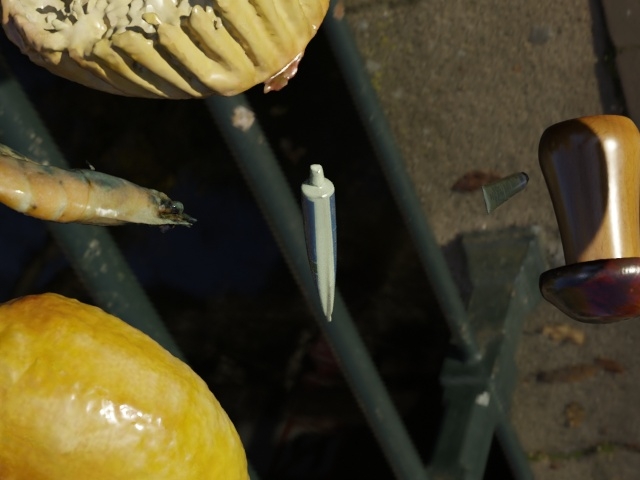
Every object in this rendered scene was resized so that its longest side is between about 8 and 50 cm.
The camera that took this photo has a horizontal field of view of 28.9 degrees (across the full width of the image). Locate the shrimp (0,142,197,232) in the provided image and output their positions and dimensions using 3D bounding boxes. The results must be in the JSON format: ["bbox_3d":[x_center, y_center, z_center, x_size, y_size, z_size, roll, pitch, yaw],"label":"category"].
[{"bbox_3d":[-0.243,-0.076,1.168,0.262,0.198,0.051,10,120,-46],"label":"shrimp"}]

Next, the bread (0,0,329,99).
[{"bbox_3d":[-0.121,-0.215,0.997,0.274,0.274,0.149,-5,136,26],"label":"bread"}]

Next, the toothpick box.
[{"bbox_3d":[0.408,-0.026,1.820,0.192,0.294,0.192,-4,170,-1],"label":"toothpick box"}]

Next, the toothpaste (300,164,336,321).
[{"bbox_3d":[0.000,0.000,1.330,0.035,0.057,0.197,-8,130,-6],"label":"toothpaste"}]

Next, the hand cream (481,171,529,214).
[{"bbox_3d":[0.213,-0.060,1.450,0.022,0.102,0.035,-3,106,38],"label":"hand cream"}]

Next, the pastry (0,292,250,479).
[{"bbox_3d":[-0.225,0.208,1.050,0.356,0.164,0.356,9,121,15],"label":"pastry"}]
